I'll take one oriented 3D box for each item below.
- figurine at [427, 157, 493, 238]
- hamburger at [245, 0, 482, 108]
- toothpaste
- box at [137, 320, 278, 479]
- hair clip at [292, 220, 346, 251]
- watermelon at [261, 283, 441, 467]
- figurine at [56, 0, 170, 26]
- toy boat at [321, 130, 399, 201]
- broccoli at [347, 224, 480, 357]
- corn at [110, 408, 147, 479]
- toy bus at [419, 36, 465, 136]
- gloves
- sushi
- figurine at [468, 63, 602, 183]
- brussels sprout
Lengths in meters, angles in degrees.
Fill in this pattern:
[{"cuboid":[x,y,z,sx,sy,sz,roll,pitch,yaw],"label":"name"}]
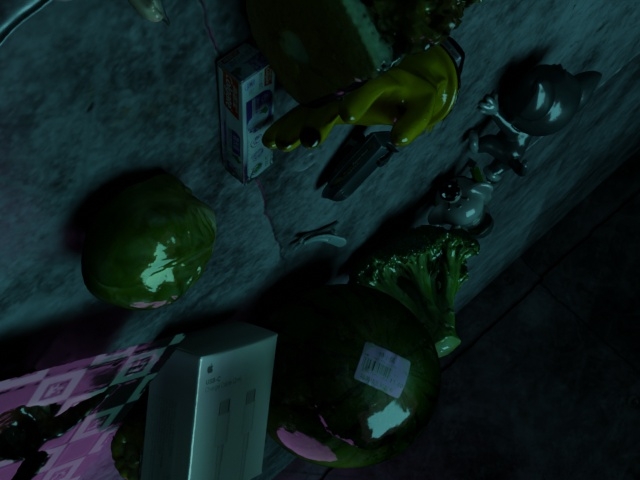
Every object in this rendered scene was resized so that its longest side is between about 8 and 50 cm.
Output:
[{"cuboid":[0.285,-0.070,1.693,0.147,0.126,0.192,-36,147,8],"label":"figurine"},{"cuboid":[0.041,-0.236,0.708,0.167,0.192,0.288,-30,-169,-20],"label":"hamburger"},{"cuboid":[-0.078,-0.130,0.902,0.047,0.040,0.196,-41,163,-21],"label":"toothpaste"},{"cuboid":[-0.173,0.268,1.317,0.203,0.106,0.252,-6,105,-58],"label":"box"},{"cuboid":[0.001,-0.001,1.369,0.115,0.039,0.030,-16,143,-50],"label":"hair clip"},{"cuboid":[0.040,0.239,1.499,0.363,0.363,0.363,-38,161,-15],"label":"watermelon"},{"cuboid":[-0.138,-0.206,0.504,0.229,0.111,0.137,4,103,-75],"label":"figurine"},{"cuboid":[0.048,-0.104,1.207,0.141,0.060,0.055,-46,163,31],"label":"toy boat"},{"cuboid":[0.192,0.098,1.654,0.269,0.269,0.254,-36,154,-22],"label":"broccoli"},{"cuboid":[-0.223,0.332,1.492,0.131,0.131,0.344,-52,160,24],"label":"corn"},{"cuboid":[0.153,-0.213,1.185,0.072,0.057,0.172,-29,159,-13],"label":"toy bus"},{"cuboid":[0.046,-0.146,0.930,0.133,0.116,0.294,-27,-175,37],"label":"gloves"},{"cuboid":[-0.383,0.234,1.036,0.343,0.064,0.359,-9,143,-54],"label":"sushi"},{"cuboid":[0.363,-0.209,1.527,0.193,0.140,0.265,-1,122,-41],"label":"figurine"},{"cuboid":[-0.178,0.010,0.882,0.155,0.117,0.155,-30,151,-18],"label":"brussels sprout"}]
